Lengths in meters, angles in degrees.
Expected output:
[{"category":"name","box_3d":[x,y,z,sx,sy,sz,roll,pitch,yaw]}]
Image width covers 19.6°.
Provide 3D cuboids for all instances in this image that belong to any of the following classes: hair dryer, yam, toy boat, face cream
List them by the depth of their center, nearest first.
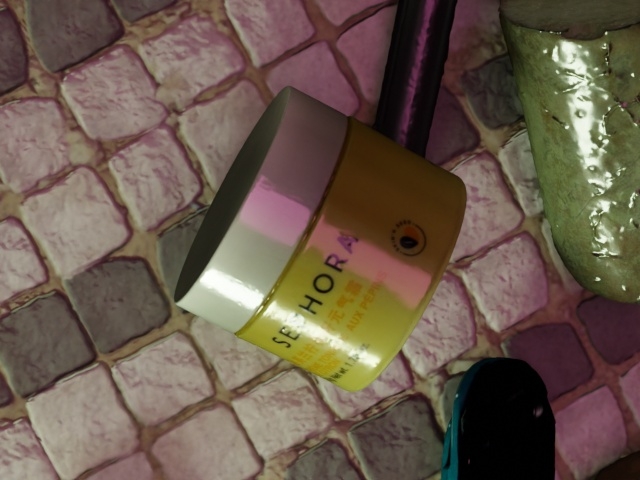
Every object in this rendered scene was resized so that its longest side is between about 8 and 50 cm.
[{"category":"face cream","box_3d":[0.000,0.000,1.627,0.179,0.218,0.218,28,85,-10]},{"category":"yam","box_3d":[0.264,-0.102,1.663,0.168,0.168,0.304,-26,128,-9]},{"category":"toy boat","box_3d":[0.149,0.259,1.719,0.134,0.092,0.299,8,79,-43]},{"category":"hair dryer","box_3d":[0.142,-0.198,1.722,0.244,0.116,0.303,11,99,-10]}]

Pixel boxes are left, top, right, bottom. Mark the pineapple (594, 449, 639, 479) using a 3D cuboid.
[{"category":"pineapple","box_3d":[0.372,0.360,1.739,0.169,0.169,0.340,-33,109,-8]}]
